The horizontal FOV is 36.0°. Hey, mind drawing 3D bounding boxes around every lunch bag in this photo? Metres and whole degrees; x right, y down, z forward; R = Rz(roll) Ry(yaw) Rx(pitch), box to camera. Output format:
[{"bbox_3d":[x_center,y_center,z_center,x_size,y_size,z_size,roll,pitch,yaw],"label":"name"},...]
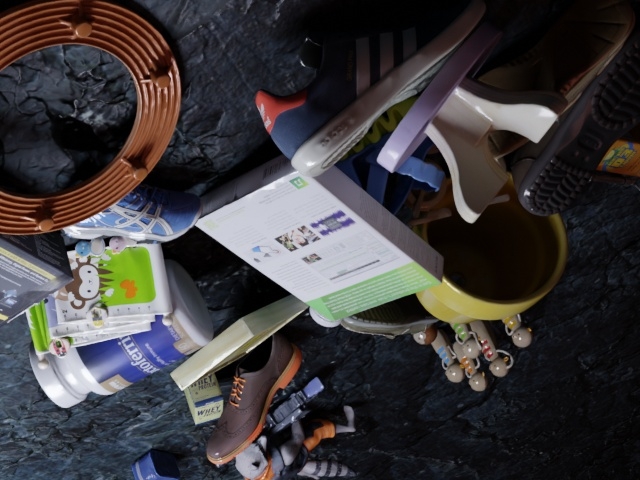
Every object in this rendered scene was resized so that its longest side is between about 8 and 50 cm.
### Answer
[{"bbox_3d":[-0.351,0.494,2.103,0.065,0.067,0.098,-36,147,17],"label":"lunch bag"}]

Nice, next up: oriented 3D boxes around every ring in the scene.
[{"bbox_3d":[-0.317,-0.138,1.195,0.337,0.032,0.336,-26,142,-22],"label":"ring"}]

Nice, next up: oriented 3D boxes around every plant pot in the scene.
[{"bbox_3d":[0.268,0.035,1.715,0.254,0.254,0.239,-14,160,-16],"label":"plant pot"}]

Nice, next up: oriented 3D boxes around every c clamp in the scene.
[{"bbox_3d":[0.493,-0.118,1.733,0.161,0.137,0.022,6,119,-30],"label":"c clamp"}]

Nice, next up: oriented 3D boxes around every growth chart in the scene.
[{"bbox_3d":[-0.336,0.079,1.471,0.237,0.172,0.021,-17,-173,4],"label":"growth chart"}]

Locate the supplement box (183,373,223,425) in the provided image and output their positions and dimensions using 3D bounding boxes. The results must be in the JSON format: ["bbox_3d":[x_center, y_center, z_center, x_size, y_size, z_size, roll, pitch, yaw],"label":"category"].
[{"bbox_3d":[-0.225,0.294,1.888,0.056,0.083,0.083,-14,145,-17],"label":"supplement box"}]

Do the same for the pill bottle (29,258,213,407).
[{"bbox_3d":[-0.317,0.152,1.566,0.265,0.153,0.153,-28,147,6],"label":"pill bottle"}]

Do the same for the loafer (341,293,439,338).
[{"bbox_3d":[0.128,0.156,1.911,0.251,0.094,0.087,5,132,-38],"label":"loafer"}]

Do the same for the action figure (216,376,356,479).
[{"bbox_3d":[-0.047,0.444,2.139,0.330,0.178,0.341,1,142,-48],"label":"action figure"}]

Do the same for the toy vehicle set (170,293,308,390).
[{"bbox_3d":[-0.133,0.169,1.701,0.166,0.035,0.267,-38,174,19],"label":"toy vehicle set"}]

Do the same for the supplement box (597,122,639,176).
[{"bbox_3d":[0.523,-0.166,1.730,0.233,0.080,0.078,5,134,-34],"label":"supplement box"}]

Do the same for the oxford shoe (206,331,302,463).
[{"bbox_3d":[-0.145,0.289,1.852,0.098,0.097,0.271,50,63,-40],"label":"oxford shoe"}]

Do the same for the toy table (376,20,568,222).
[{"bbox_3d":[0.217,-0.160,1.346,0.274,0.161,0.252,-50,174,-16],"label":"toy table"}]

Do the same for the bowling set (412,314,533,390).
[{"bbox_3d":[0.298,0.231,2.071,0.200,0.154,0.287,-10,144,-21],"label":"bowling set"}]

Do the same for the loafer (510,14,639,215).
[{"bbox_3d":[0.417,-0.215,1.560,0.134,0.130,0.366,29,107,-35],"label":"loafer"}]

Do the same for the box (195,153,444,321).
[{"bbox_3d":[0.000,0.000,1.489,0.232,0.058,0.322,-23,132,37],"label":"box"}]

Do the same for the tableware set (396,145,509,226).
[{"bbox_3d":[0.216,-0.101,1.582,0.194,0.128,0.039,-15,-172,-14],"label":"tableware set"}]

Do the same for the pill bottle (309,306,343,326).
[{"bbox_3d":[0.035,0.082,1.753,0.087,0.087,0.160,-5,143,-27],"label":"pill bottle"}]

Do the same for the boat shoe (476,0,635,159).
[{"bbox_3d":[0.331,-0.229,1.477,0.341,0.121,0.110,-39,165,22],"label":"boat shoe"}]

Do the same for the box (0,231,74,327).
[{"bbox_3d":[-0.573,0.032,1.287,0.318,0.097,0.395,-31,147,13],"label":"box"}]

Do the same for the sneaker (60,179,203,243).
[{"bbox_3d":[-0.262,-0.047,1.388,0.211,0.080,0.081,-5,144,-29],"label":"sneaker"}]

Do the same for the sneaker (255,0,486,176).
[{"bbox_3d":[0.064,-0.244,1.298,0.350,0.148,0.131,-40,174,-17],"label":"sneaker"}]

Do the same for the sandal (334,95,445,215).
[{"bbox_3d":[0.069,-0.079,1.507,0.317,0.138,0.126,-40,146,25],"label":"sandal"}]
